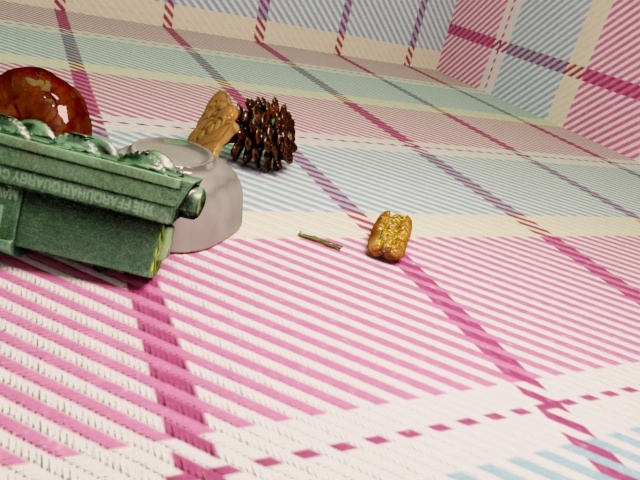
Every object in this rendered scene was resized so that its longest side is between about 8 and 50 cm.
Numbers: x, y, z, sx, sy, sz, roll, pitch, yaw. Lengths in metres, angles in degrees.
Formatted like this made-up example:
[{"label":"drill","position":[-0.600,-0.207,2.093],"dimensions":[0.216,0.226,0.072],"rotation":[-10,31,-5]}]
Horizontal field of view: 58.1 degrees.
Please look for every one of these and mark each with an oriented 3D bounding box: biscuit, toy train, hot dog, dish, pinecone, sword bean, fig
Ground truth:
[{"label":"biscuit","position":[-0.224,-0.226,1.179],"dimensions":[0.035,0.162,0.250],"rotation":[42,36,-37]},{"label":"toy train","position":[-0.323,-0.055,0.758],"dimensions":[0.329,0.178,0.138],"rotation":[15,6,-8]},{"label":"hot dog","position":[0.125,-0.010,1.035],"dimensions":[0.071,0.045,0.165],"rotation":[19,25,7]},{"label":"dish","position":[-0.244,-0.091,0.934],"dimensions":[0.256,0.117,0.256],"rotation":[12,26,-6]},{"label":"pinecone","position":[-0.140,-0.230,1.239],"dimensions":[0.165,0.163,0.163],"rotation":[3,24,10]},{"label":"sword bean","position":[0.000,0.000,0.993],"dimensions":[0.083,0.012,0.012],"rotation":[19,26,12]},{"label":"fig","position":[-0.501,-0.178,0.998],"dimensions":[0.190,0.191,0.290],"rotation":[-5,-4,-34]}]
